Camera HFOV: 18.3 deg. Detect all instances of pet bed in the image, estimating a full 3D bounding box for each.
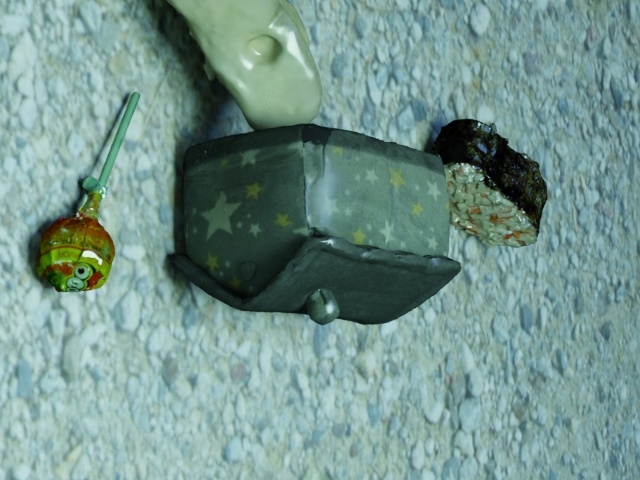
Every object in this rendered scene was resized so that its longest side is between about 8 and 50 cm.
[{"bbox_3d":[0.000,0.000,1.693,0.211,0.183,0.159,13,73,-50],"label":"pet bed"}]

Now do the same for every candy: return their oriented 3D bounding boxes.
[{"bbox_3d":[-0.175,-0.043,1.590,0.060,0.060,0.201,48,43,-37],"label":"candy"}]

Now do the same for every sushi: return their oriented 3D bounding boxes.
[{"bbox_3d":[0.166,-0.053,1.992,0.150,0.090,0.078,42,50,-39],"label":"sushi"}]

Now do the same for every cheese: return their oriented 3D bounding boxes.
[{"bbox_3d":[-0.084,-0.213,1.652,0.263,0.093,0.159,60,3,-31],"label":"cheese"}]
